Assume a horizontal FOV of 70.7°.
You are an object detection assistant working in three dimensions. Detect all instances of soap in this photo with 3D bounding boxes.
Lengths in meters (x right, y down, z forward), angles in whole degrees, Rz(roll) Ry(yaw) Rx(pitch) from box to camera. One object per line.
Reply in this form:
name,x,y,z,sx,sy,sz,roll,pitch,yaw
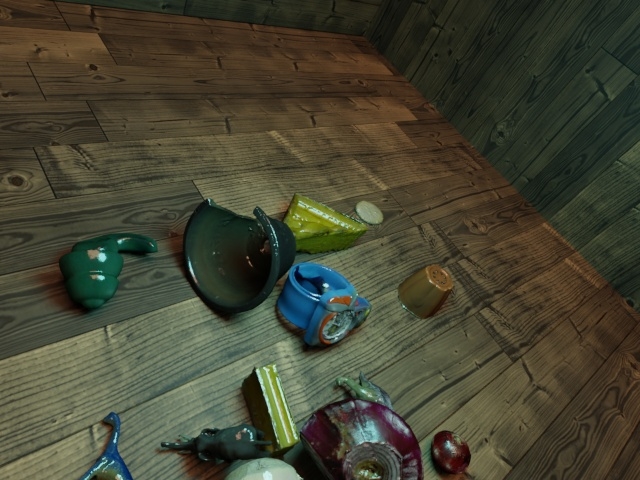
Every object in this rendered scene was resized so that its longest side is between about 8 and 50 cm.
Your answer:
soap,-0.144,0.472,1.249,0.076,0.135,0.233,-1,53,-32
soap,0.000,0.000,1.752,0.339,0.169,0.304,24,43,-8

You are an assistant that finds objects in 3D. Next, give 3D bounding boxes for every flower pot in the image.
flower pot,0.436,0.194,1.832,0.191,0.173,0.190,17,42,-17
flower pot,-0.237,0.043,1.494,0.379,0.379,0.251,48,22,16

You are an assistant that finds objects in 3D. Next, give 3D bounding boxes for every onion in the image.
onion,0.127,0.558,1.182,0.260,0.282,0.336,-36,72,-16
onion,0.406,0.665,1.416,0.131,0.131,0.131,17,45,-17

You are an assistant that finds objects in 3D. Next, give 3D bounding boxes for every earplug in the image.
earplug,-0.637,0.078,1.336,0.257,0.164,0.280,39,38,-53

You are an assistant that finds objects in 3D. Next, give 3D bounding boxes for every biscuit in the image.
biscuit,0.230,-0.133,2.121,0.152,0.020,0.152,17,45,-18

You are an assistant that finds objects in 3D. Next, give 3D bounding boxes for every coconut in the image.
coconut,-0.131,0.643,1.045,0.224,0.224,0.234,-9,50,-37

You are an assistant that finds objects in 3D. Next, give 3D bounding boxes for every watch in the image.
watch,0.022,0.194,1.554,0.305,0.241,0.274,-3,35,-46

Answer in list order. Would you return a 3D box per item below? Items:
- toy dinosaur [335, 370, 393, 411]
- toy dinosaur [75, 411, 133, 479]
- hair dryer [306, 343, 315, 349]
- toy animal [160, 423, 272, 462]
toy dinosaur,0.153,0.526,1.403,0.162,0.077,0.294,-4,45,-25
toy dinosaur,-0.453,0.536,1.057,0.248,0.075,0.188,28,35,3
hair dryer,-0.012,0.345,1.529,0.083,0.026,0.047,6,49,-31
toy animal,-0.252,0.518,1.147,0.270,0.137,0.082,-9,59,14
